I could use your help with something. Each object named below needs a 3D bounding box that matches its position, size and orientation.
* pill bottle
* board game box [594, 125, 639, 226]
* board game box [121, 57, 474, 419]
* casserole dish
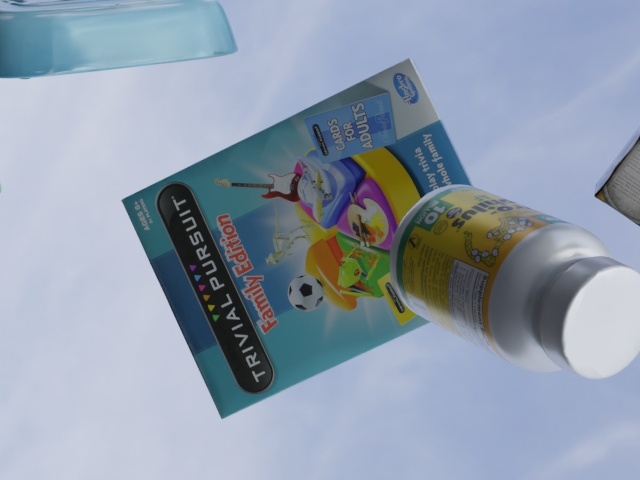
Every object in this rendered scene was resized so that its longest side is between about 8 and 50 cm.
[{"bbox_3d":[0.154,0.033,1.144,0.208,0.117,0.117,27,-69,56],"label":"pill bottle"},{"bbox_3d":[0.379,-0.038,1.243,0.243,0.042,0.165,34,-69,-1],"label":"board game box"},{"bbox_3d":[0.000,0.000,1.530,0.336,0.079,0.254,-26,-94,7],"label":"board game box"},{"bbox_3d":[-0.136,-0.124,0.846,0.114,0.188,0.037,23,-63,51],"label":"casserole dish"}]
